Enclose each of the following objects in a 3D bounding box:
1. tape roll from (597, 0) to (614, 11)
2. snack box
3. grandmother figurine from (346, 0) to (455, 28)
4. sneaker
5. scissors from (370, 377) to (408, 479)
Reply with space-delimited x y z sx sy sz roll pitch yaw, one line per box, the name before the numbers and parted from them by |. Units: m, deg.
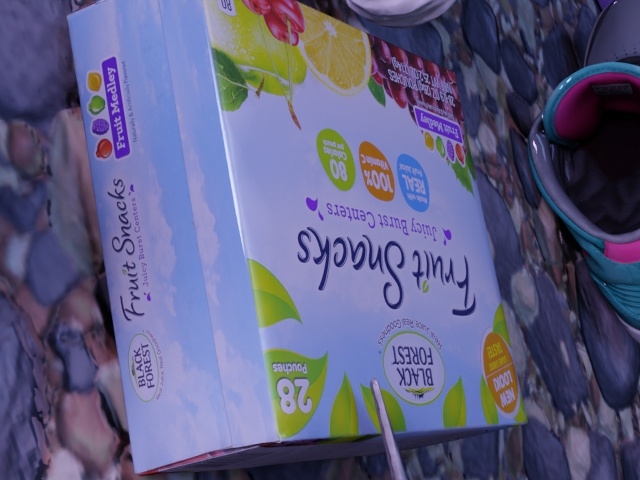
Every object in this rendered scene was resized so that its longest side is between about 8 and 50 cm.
tape roll | 0.317 -0.299 1.227 0.275 0.090 0.275 37 43 -45
snack box | 0.000 0.000 0.526 0.207 0.070 0.175 10 66 -56
grandmother figurine | -0.029 -0.214 0.543 0.342 0.208 0.104 43 -2 -42
sneaker | 0.217 -0.090 0.910 0.178 0.123 0.296 47 37 -52
scissors | 0.055 0.191 0.490 0.109 0.021 0.297 -72 151 -49
